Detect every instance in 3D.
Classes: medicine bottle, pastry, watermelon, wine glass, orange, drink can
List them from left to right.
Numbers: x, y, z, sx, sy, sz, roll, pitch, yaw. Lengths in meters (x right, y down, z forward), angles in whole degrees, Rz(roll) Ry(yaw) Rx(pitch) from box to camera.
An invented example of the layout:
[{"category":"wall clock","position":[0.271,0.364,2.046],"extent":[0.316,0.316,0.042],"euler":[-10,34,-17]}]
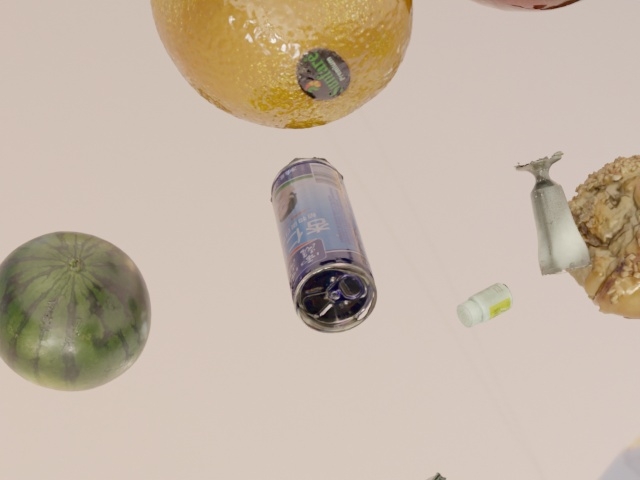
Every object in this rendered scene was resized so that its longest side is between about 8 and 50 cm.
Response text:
[{"category":"watermelon","position":[-0.365,0.103,1.740],"extent":[0.242,0.242,0.242],"euler":[17,-143,-13]},{"category":"orange","position":[-0.033,-0.209,1.054],"extent":[0.236,0.236,0.236],"euler":[17,-143,-13]},{"category":"drink can","position":[0.000,0.000,1.378],"extent":[0.097,0.097,0.235],"euler":[13,-149,-19]},{"category":"medicine bottle","position":[0.258,0.102,1.874],"extent":[0.083,0.047,0.047],"euler":[-26,-122,-25]},{"category":"wine glass","position":[0.307,-0.034,1.571],"extent":[0.072,0.072,0.155],"euler":[-9,-98,-39]},{"category":"pastry","position":[0.512,-0.017,1.982],"extent":[0.162,0.255,0.311],"euler":[43,-172,-38]}]

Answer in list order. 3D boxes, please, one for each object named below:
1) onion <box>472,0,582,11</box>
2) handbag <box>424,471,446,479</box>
[{"category":"onion","position":[0.234,-0.404,1.250],"extent":[0.353,0.354,0.354],"euler":[17,-143,-13]},{"category":"handbag","position":[-0.016,0.365,1.258],"extent":[0.089,0.326,0.238],"euler":[62,-162,0]}]
